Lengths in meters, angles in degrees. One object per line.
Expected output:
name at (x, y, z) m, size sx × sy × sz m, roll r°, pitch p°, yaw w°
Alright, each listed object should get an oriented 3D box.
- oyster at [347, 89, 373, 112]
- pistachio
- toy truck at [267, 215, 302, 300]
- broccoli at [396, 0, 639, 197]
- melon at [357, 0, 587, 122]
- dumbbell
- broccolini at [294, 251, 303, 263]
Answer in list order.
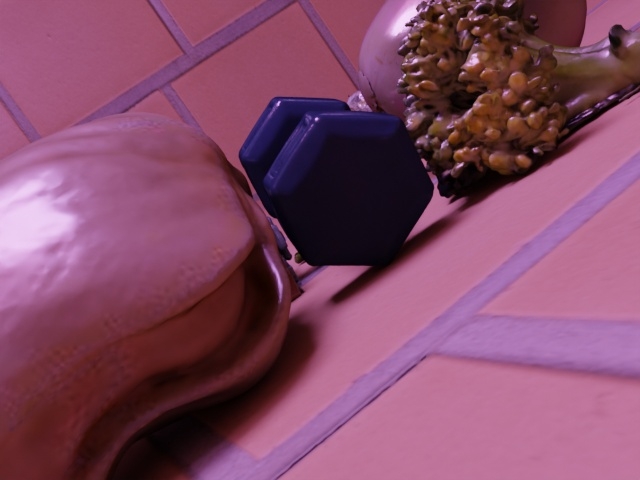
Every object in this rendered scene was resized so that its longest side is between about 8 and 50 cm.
oyster at (0.208, -0.258, 1.546) m, size 0.351 × 0.158 × 0.162 m, roll -19°, pitch -23°, yaw 19°
pistachio at (-0.200, 0.065, 0.811) m, size 0.365 × 0.281 × 0.445 m, roll -4°, pitch 37°, yaw 36°
toy truck at (-0.119, 0.030, 1.154) m, size 0.162 × 0.136 × 0.305 m, roll -29°, pitch 9°, yaw -5°
broccoli at (0.180, -0.179, 0.925) m, size 0.273 × 0.180 × 0.242 m, roll -31°, pitch 14°, yaw 33°
melon at (0.193, -0.254, 1.204) m, size 0.317 × 0.223 × 0.223 m, roll -39°, pitch 8°, yaw -12°
dumbbell at (0.005, -0.071, 0.997) m, size 0.144 × 0.156 × 0.316 m, roll -29°, pitch 15°, yaw -4°
broccolini at (0.000, 0.000, 1.184) m, size 0.030 × 0.035 × 0.140 m, roll -35°, pitch 5°, yaw -33°
